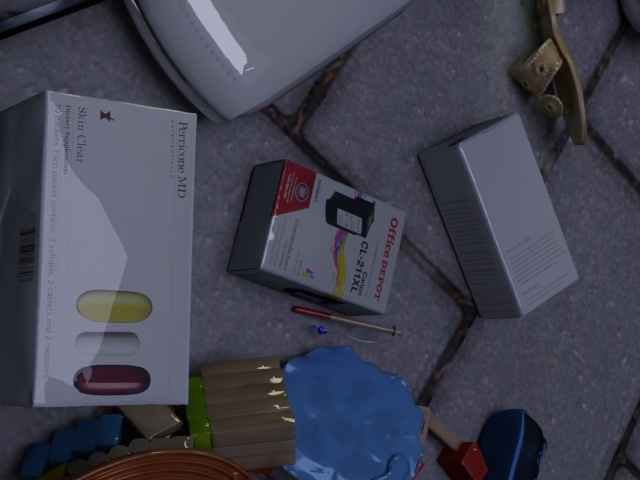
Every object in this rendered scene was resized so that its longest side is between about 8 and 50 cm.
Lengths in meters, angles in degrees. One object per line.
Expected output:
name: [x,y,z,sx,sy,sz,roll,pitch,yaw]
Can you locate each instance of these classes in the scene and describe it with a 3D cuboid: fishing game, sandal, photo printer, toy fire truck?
fishing game: [0.028,0.202,1.271,0.189,0.041,0.264,12,57,-17]
sandal: [0.286,-0.236,1.528,0.079,0.088,0.240,-7,83,-4]
photo printer: [-0.069,-0.289,1.247,0.307,0.107,0.256,-38,108,-31]
toy fire truck: [0.103,0.240,1.365,0.135,0.047,0.192,-44,110,-30]

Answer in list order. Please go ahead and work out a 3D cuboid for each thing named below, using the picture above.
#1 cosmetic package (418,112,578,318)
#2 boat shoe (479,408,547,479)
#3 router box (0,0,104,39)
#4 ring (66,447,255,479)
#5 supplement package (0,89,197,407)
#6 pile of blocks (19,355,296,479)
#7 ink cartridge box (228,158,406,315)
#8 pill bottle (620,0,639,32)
cosmetic package: [0.223,-0.029,1.448,0.117,0.085,0.231,-28,100,-33]
boat shoe: [0.225,0.333,1.410,0.089,0.109,0.258,39,68,-30]
router box: [-0.304,-0.308,1.044,0.309,0.081,0.242,-23,101,-14]
ring: [-0.181,0.341,1.075,0.337,0.032,0.336,-18,125,-29]
supplement package: [-0.225,0.017,1.056,0.145,0.204,0.261,4,84,-35]
pile of blocks: [-0.182,0.234,1.142,0.362,0.149,0.112,-22,131,-27]
ink cartridge box: [0.000,0.000,1.295,0.175,0.072,0.127,21,74,-31]
pill bottle: [0.578,-0.364,1.673,0.279,0.162,0.162,-7,90,-35]
